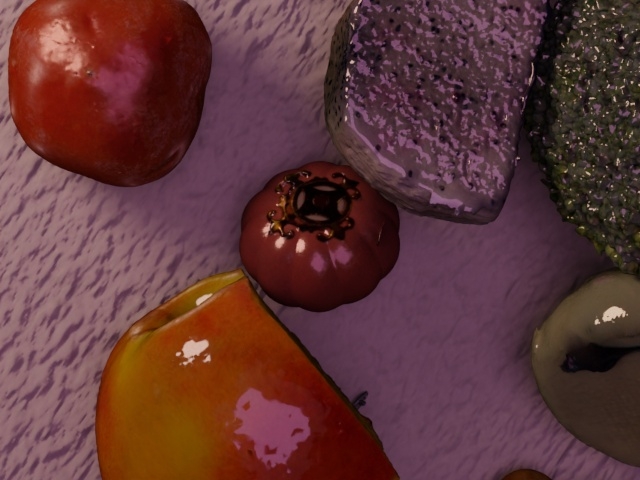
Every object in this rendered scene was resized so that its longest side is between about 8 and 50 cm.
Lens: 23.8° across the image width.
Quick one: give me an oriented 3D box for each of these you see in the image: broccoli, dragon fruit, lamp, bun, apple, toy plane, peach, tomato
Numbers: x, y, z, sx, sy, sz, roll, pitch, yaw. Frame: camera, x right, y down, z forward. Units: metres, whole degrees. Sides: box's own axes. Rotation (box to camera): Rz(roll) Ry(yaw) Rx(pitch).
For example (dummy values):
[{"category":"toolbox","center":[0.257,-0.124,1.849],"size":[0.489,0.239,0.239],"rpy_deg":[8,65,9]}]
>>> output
[{"category":"broccoli","center":[0.353,-0.158,1.633],"size":[0.338,0.317,0.277],"rpy_deg":[39,131,27]},{"category":"dragon fruit","center":[0.111,-0.166,1.648],"size":[0.221,0.204,0.283],"rpy_deg":[11,85,-11]},{"category":"lamp","center":[0.000,0.000,1.679],"size":[0.182,0.140,0.182],"rpy_deg":[-3,50,4]},{"category":"bun","center":[0.392,0.120,1.712],"size":[0.293,0.293,0.187],"rpy_deg":[27,51,-8]},{"category":"apple","center":[0.239,0.306,1.764],"size":[0.084,0.071,0.084],"rpy_deg":[-1,94,-9]},{"category":"toy plane","center":[0.027,0.205,1.754],"size":[0.084,0.024,0.078],"rpy_deg":[-42,116,-3]},{"category":"peach","center":[-0.086,0.251,1.629],"size":[0.306,0.242,0.380],"rpy_deg":[-33,101,6]},{"category":"tomato","center":[-0.227,-0.175,1.617],"size":[0.232,0.188,0.232],"rpy_deg":[0,91,-7]}]
